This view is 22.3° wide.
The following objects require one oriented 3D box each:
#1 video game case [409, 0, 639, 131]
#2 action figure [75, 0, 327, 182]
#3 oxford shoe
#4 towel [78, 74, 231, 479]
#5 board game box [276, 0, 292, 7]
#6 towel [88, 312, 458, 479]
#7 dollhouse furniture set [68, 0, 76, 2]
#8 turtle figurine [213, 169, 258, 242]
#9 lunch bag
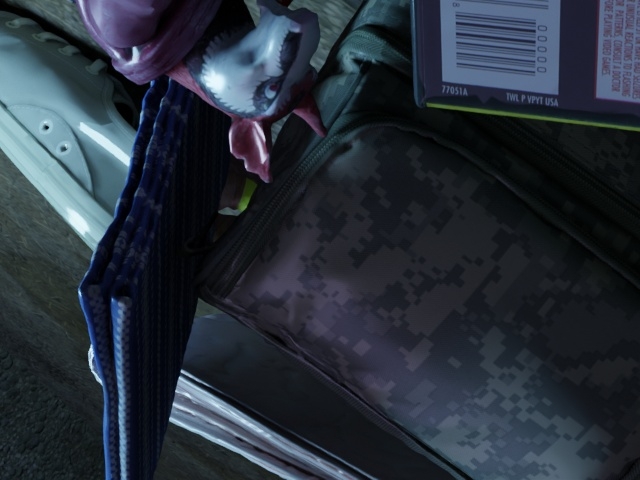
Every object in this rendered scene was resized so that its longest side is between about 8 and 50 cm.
[{"bbox_3d":[0.150,-0.154,0.559,0.248,0.035,0.275,9,128,18],"label":"video game case"},{"bbox_3d":[-0.115,-0.191,0.800,0.370,0.275,0.248,66,-161,-4],"label":"action figure"},{"bbox_3d":[-0.263,-0.135,1.542,0.449,0.130,0.169,43,174,29],"label":"oxford shoe"},{"bbox_3d":[-0.097,-0.011,0.994,0.040,0.336,0.243,8,136,3],"label":"towel"},{"bbox_3d":[-0.067,-0.242,1.010,0.147,0.045,0.193,32,162,10],"label":"board game box"},{"bbox_3d":[0.054,0.121,1.165,0.317,0.053,0.332,25,-162,34],"label":"towel"},{"bbox_3d":[-0.315,-0.202,1.097,0.303,0.174,0.355,21,180,-1],"label":"dollhouse furniture set"},{"bbox_3d":[0.000,0.000,1.431,0.217,0.087,0.269,19,160,-2],"label":"turtle figurine"},{"bbox_3d":[0.104,0.006,0.944,0.305,0.256,0.212,36,172,-6],"label":"lunch bag"}]
